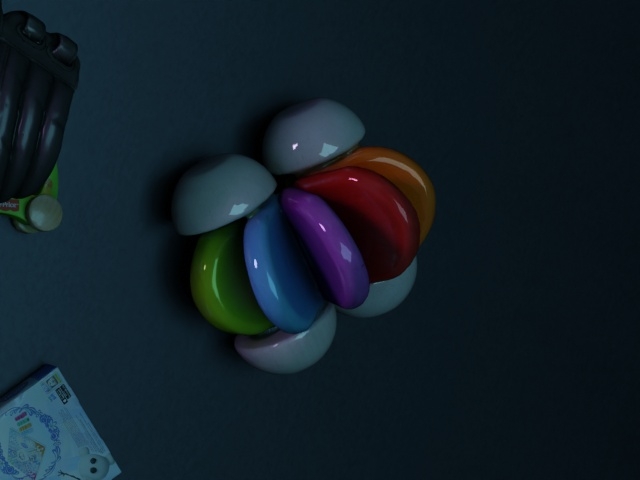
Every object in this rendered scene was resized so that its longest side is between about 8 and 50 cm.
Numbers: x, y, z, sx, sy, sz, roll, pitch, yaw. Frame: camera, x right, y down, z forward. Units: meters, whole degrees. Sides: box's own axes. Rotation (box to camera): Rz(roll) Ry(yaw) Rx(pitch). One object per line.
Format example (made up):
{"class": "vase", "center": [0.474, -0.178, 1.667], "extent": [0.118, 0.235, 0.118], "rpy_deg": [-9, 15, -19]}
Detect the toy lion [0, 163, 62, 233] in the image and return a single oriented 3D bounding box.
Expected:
{"class": "toy lion", "center": [-0.216, -0.054, 1.230], "extent": [0.100, 0.034, 0.096], "rpy_deg": [4, 85, -32]}

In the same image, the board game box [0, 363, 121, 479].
{"class": "board game box", "center": [-0.191, 0.144, 1.268], "extent": [0.090, 0.020, 0.090], "rpy_deg": [-37, 113, -24]}

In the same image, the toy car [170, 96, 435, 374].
{"class": "toy car", "center": [0.000, 0.000, 1.302], "extent": [0.182, 0.136, 0.159], "rpy_deg": [-33, 111, -25]}

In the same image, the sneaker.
{"class": "sneaker", "center": [-0.224, -0.154, 1.169], "extent": [0.147, 0.104, 0.296], "rpy_deg": [2, 87, -36]}
